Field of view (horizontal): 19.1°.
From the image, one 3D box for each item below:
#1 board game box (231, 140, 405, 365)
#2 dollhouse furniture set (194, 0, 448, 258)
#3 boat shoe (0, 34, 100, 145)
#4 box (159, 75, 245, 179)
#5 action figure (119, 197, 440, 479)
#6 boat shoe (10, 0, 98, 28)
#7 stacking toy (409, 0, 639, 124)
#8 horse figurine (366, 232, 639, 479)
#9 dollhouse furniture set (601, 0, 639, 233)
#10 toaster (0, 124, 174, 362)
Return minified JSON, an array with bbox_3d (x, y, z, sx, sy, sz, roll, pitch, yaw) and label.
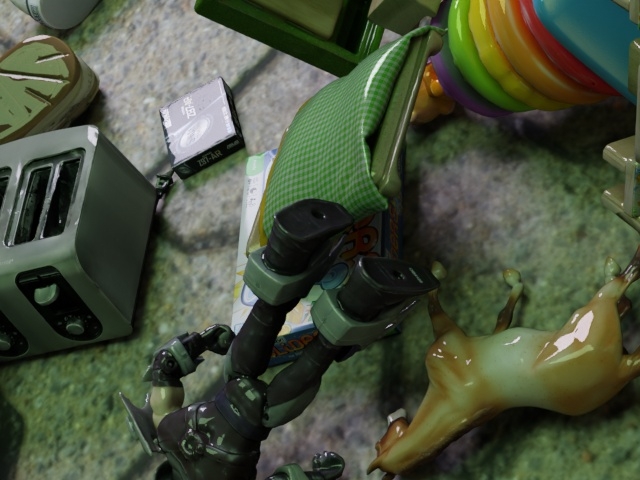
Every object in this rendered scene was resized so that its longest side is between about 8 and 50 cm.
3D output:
[{"bbox_3d":[0.000,0.000,1.524,0.136,0.035,0.201,-16,47,22],"label":"board game box"},{"bbox_3d":[-0.013,-0.146,1.462,0.197,0.151,0.301,-40,28,56],"label":"dollhouse furniture set"},{"bbox_3d":[-0.326,-0.074,1.779,0.285,0.089,0.104,-36,69,6],"label":"boat shoe"},{"bbox_3d":[-0.106,-0.101,1.691,0.067,0.018,0.083,-27,45,12],"label":"box"},{"bbox_3d":[-0.042,0.109,1.381,0.185,0.099,0.285,44,117,17],"label":"action figure"},{"bbox_3d":[-0.220,-0.329,1.902,0.084,0.095,0.258,28,72,40],"label":"boat shoe"},{"bbox_3d":[0.150,-0.155,1.467,0.302,0.166,0.175,-23,37,51],"label":"stacking toy"},{"bbox_3d":[0.156,0.073,1.340,0.263,0.066,0.174,-11,42,30],"label":"horse figurine"},{"bbox_3d":[0.327,-0.108,1.276,0.242,0.212,0.161,-19,37,-21],"label":"dollhouse furniture set"},{"bbox_3d":[-0.234,-0.001,1.626,0.168,0.110,0.185,-12,49,24],"label":"toaster"}]
